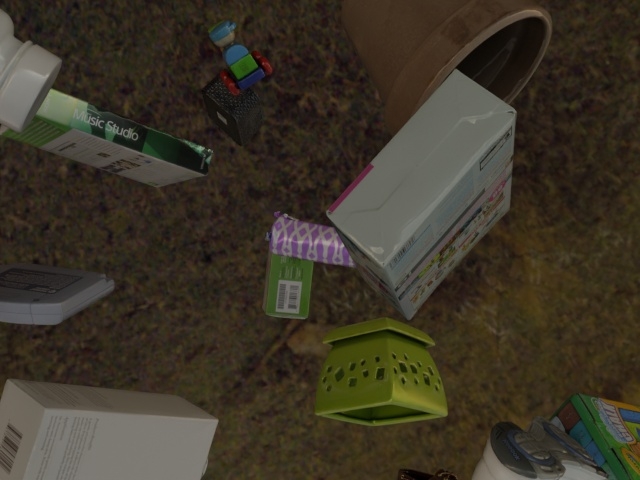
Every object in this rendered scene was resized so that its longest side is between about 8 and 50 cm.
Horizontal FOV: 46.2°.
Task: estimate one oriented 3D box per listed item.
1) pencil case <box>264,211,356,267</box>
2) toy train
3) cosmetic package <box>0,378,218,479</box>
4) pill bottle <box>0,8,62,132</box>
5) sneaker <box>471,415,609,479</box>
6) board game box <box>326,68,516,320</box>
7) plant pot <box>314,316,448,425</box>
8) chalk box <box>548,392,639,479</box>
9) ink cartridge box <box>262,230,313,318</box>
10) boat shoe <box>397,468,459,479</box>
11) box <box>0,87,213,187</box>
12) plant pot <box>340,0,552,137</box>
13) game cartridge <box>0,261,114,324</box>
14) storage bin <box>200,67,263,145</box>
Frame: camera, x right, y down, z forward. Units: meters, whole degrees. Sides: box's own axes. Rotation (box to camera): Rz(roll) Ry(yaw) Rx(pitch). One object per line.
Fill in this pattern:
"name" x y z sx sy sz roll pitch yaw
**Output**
"pencil case" 0.000 0.000 1.482 0.206 0.088 0.086 10 -176 10
"toy train" -0.201 -0.427 1.679 0.105 0.248 0.143 -32 117 -1
"cosmetic package" -0.384 0.374 1.337 0.366 0.155 0.196 21 86 -47
"pill bottle" -0.425 -0.224 0.855 0.229 0.131 0.131 30 127 -17
"sneaker" 0.261 0.299 0.945 0.297 0.111 0.129 19 108 -48
"board game box" 0.136 -0.037 0.939 0.224 0.097 0.303 -47 159 -5
"plant pot" 0.138 0.303 1.730 0.227 0.207 0.228 -19 150 37
"chalk box" 0.452 0.376 1.198 0.289 0.179 0.180 14 122 -24
"ink cartridge box" -0.082 0.073 1.753 0.097 0.188 0.255 6 180 -9
"boat shoe" 0.211 0.443 1.332 0.073 0.073 0.207 16 161 -40
"box" -0.389 -0.178 1.360 0.322 0.058 0.232 17 168 -33
"plant pot" 0.151 -0.284 1.060 0.263 0.229 0.263 -34 160 -14
"game cartridge" -0.611 0.110 1.578 0.294 0.060 0.196 6 -164 23
"storage bin" -0.216 -0.326 1.855 0.084 0.122 0.180 -46 170 -11
